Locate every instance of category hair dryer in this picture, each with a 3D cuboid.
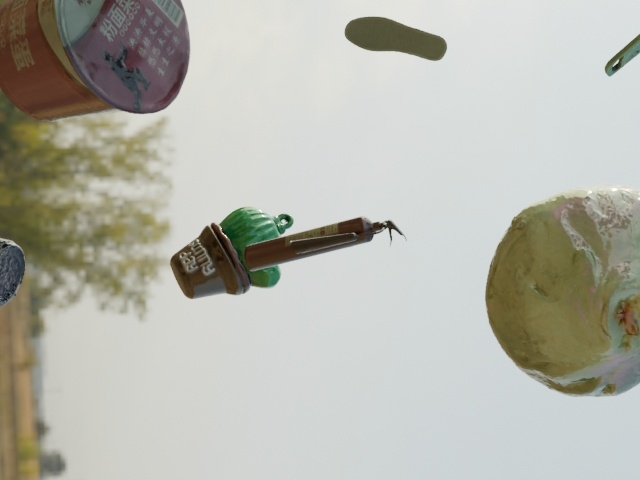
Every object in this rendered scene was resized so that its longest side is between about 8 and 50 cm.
[{"bbox_3d":[-0.501,0.035,1.769,0.251,0.197,0.089,-17,117,-66],"label":"hair dryer"}]

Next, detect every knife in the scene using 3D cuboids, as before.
[{"bbox_3d":[0.514,-0.329,2.131,0.293,0.043,0.019,-42,-121,35],"label":"knife"}]

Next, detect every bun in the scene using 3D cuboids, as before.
[{"bbox_3d":[0.356,0.081,1.853,0.187,0.293,0.293,-101,-168,-62],"label":"bun"}]

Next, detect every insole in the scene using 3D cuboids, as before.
[{"bbox_3d":[0.109,-0.293,2.152,0.002,0.153,0.053,-22,128,-80],"label":"insole"}]

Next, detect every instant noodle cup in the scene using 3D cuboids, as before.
[{"bbox_3d":[-0.312,-0.260,1.942,0.178,0.235,0.234,-13,-103,38],"label":"instant noodle cup"}]

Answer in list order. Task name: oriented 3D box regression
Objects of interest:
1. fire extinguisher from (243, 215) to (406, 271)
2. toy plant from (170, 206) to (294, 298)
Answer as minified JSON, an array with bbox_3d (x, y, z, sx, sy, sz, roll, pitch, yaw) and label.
[{"bbox_3d":[0.000,0.000,1.552,0.049,0.173,0.035,44,35,-62],"label":"fire extinguisher"},{"bbox_3d":[-0.120,0.020,2.206,0.143,0.200,0.105,56,-16,34],"label":"toy plant"}]
